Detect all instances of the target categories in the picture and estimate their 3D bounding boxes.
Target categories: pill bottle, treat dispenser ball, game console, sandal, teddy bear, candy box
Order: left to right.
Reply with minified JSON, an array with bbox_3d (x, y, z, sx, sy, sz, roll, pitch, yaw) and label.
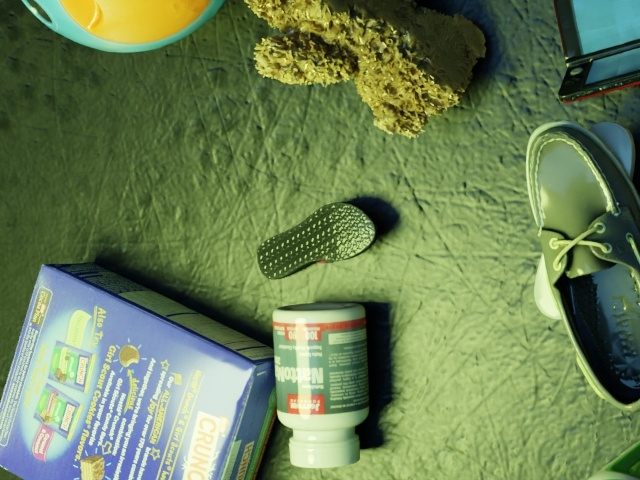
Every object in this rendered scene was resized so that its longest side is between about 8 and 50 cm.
[{"bbox_3d":[-0.222,-0.357,1.733,0.288,0.288,0.288,2,95,25],"label":"treat dispenser ball"},{"bbox_3d":[-0.221,0.205,1.868,0.317,0.122,0.268,24,103,23],"label":"candy box"},{"bbox_3d":[0.000,0.000,1.798,0.179,0.040,0.067,-20,79,40],"label":"sandal"},{"bbox_3d":[0.002,0.165,1.765,0.108,0.108,0.180,-2,93,26],"label":"pill bottle"},{"bbox_3d":[0.016,-0.260,1.674,0.113,0.338,0.245,-29,43,57],"label":"teddy bear"},{"bbox_3d":[0.312,-0.219,1.605,0.144,0.124,0.085,-14,114,26],"label":"game console"}]

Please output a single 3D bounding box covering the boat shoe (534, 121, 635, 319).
[{"bbox_3d":[0.286,-0.023,1.637,0.077,0.070,0.219,26,109,29],"label":"boat shoe"}]

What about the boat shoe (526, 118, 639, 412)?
[{"bbox_3d":[0.281,0.026,1.553,0.109,0.091,0.305,-18,95,21],"label":"boat shoe"}]

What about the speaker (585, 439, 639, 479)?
[{"bbox_3d":[0.326,0.268,1.513,0.131,0.296,0.131,2,95,25],"label":"speaker"}]
